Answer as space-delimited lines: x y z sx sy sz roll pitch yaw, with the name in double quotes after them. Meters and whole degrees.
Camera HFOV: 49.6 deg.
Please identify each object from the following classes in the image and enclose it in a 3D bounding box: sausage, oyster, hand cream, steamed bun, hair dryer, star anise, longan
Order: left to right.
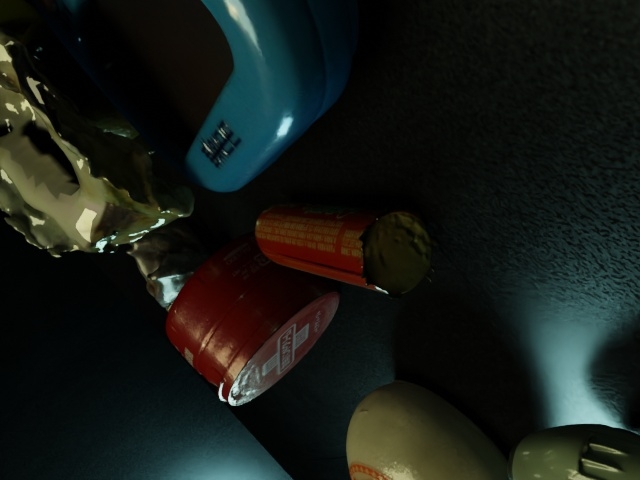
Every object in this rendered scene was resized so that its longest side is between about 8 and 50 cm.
-0.264 -0.118 0.629 0.351 0.115 0.238 37 141 5 "oyster"
-0.256 -0.178 0.752 0.154 0.145 0.176 23 -175 14 "longan"
-0.184 0.080 1.138 0.316 0.139 0.359 50 176 16 "star anise"
-0.081 0.093 0.846 0.125 0.193 0.193 42 158 20 "hand cream"
0.000 0.000 0.682 0.083 0.083 0.264 57 158 -22 "sausage"
0.123 0.295 0.865 0.232 0.145 0.232 40 158 20 "steamed bun"
0.307 0.230 0.538 0.267 0.092 0.229 35 153 -5 "hair dryer"

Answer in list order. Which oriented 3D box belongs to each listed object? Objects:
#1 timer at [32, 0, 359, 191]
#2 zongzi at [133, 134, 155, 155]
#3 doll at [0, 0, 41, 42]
-0.121 -0.193 0.525 0.309 0.115 0.340 51 159 -5 "timer"
-0.335 -0.203 0.965 0.204 0.094 0.205 28 148 56 "zongzi"
-0.433 -0.245 0.943 0.199 0.145 0.363 49 -173 -38 "doll"
